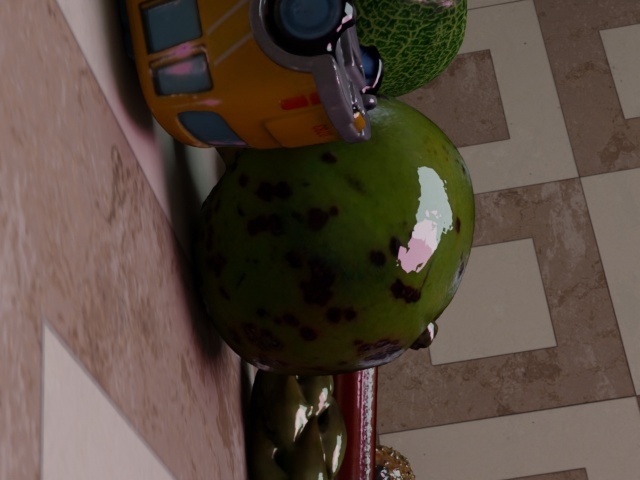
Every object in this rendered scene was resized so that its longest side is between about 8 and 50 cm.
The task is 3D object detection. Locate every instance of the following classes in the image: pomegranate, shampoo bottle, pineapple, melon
[{"bbox_3d":[-0.008,-0.024,0.778,0.248,0.202,0.202,50,-1,9],"label":"pomegranate"},{"bbox_3d":[0.030,0.130,1.261,0.102,0.064,0.260,170,-77,-77],"label":"shampoo bottle"},{"bbox_3d":[0.053,0.303,1.454,0.198,0.108,0.108,29,50,-68],"label":"pineapple"},{"bbox_3d":[-0.007,-0.180,0.807,0.169,0.129,0.265,12,-38,57],"label":"melon"}]

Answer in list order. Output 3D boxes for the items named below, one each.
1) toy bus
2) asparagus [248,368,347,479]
[{"bbox_3d":[-0.046,-0.152,0.668,0.126,0.136,0.209,35,45,-76],"label":"toy bus"},{"bbox_3d":[-0.015,0.171,0.860,0.080,0.080,0.287,75,6,-57],"label":"asparagus"}]
